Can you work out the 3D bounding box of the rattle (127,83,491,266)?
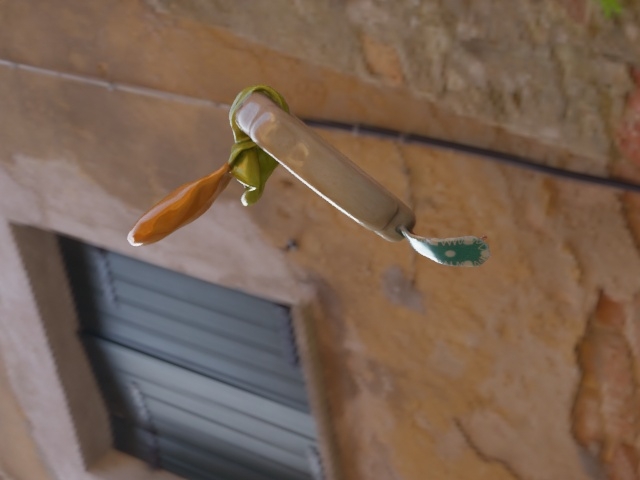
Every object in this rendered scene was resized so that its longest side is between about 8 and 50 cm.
[{"bbox_3d":[0.000,0.000,1.005,0.200,0.130,0.142,39,-102,-28],"label":"rattle"}]
